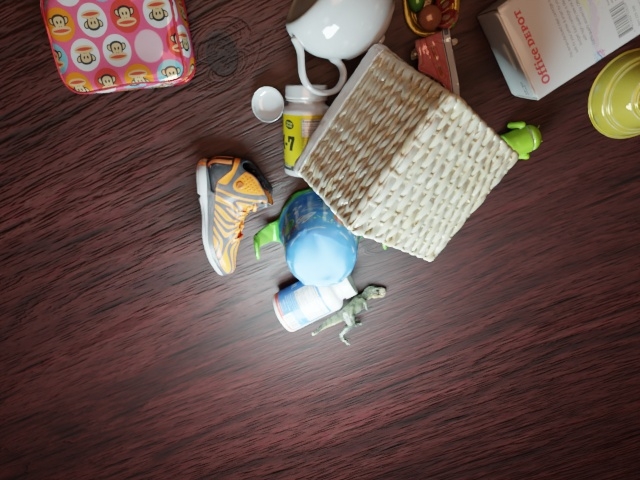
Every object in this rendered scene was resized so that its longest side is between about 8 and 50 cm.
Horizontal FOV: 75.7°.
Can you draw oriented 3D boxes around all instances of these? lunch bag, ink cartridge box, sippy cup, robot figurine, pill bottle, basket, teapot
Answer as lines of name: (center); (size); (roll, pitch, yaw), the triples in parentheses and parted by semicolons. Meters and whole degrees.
lunch bag: (-0.443, -0.468, 0.908); (0.294, 0.120, 0.257); (-5, 112, 2)
ink cartridge box: (0.545, -0.498, 0.908); (0.306, 0.131, 0.226); (-32, 110, 13)
sippy cup: (0.000, 0.000, 1.053); (0.306, 0.224, 0.240); (-38, 108, 14)
robot figurine: (0.502, -0.249, 1.043); (0.115, 0.067, 0.101); (-21, 117, 7)
pill bottle: (-0.032, -0.267, 0.999); (0.119, 0.119, 0.208); (-1, 112, -1)
pill bottle: (-0.013, 0.159, 1.172); (0.222, 0.124, 0.124); (-28, 110, 9)
basket: (0.187, -0.175, 0.900); (0.329, 0.266, 0.331); (18, 115, -42)
teapot: (0.060, -0.473, 0.866); (0.187, 0.252, 0.256); (33, 141, -32)

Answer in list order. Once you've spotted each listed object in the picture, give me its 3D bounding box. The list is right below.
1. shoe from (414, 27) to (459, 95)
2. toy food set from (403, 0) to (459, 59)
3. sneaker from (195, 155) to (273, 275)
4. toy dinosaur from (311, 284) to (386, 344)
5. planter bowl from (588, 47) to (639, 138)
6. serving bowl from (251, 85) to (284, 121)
shoe: (0.278, -0.401, 0.971); (0.081, 0.063, 0.178); (-8, 139, 24)
toy food set: (0.256, -0.532, 0.920); (0.128, 0.071, 0.217); (-11, 112, 3)
sneaker: (-0.212, -0.058, 1.079); (0.180, 0.124, 0.320); (-3, 112, 1)
toy dinosaur: (0.083, 0.228, 1.202); (0.268, 0.064, 0.118); (-32, 127, -27)
planter bowl: (0.783, -0.350, 0.995); (0.218, 0.090, 0.216); (0, 112, -1)
serving bowl: (-0.125, -0.335, 1.013); (0.084, 0.027, 0.083); (5, 111, 14)
